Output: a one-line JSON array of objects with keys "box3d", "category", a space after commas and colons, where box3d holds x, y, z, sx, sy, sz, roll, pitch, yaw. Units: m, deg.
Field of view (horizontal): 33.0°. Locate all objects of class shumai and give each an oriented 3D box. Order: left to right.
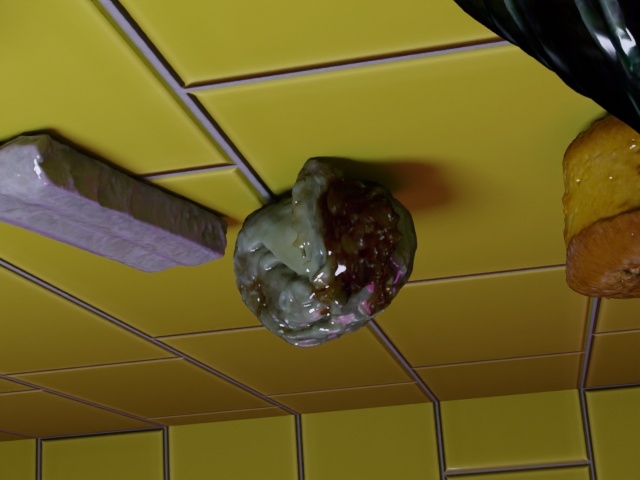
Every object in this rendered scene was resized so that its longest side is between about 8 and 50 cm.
[{"box3d": [-0.006, 0.000, 0.985, 0.184, 0.184, 0.142, -6, 140, 8], "category": "shumai"}]

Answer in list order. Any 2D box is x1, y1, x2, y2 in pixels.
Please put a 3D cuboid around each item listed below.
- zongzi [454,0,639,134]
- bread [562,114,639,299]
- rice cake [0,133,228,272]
[{"box3d": [0.161, -0.181, 0.367, 0.319, 0.362, 0.383, -10, -159, 16], "category": "zongzi"}, {"box3d": [0.325, -0.035, 0.915, 0.268, 0.146, 0.268, -7, 166, -2], "category": "bread"}, {"box3d": [-0.202, -0.025, 0.983, 0.106, 0.050, 0.298, -11, 163, 23], "category": "rice cake"}]
